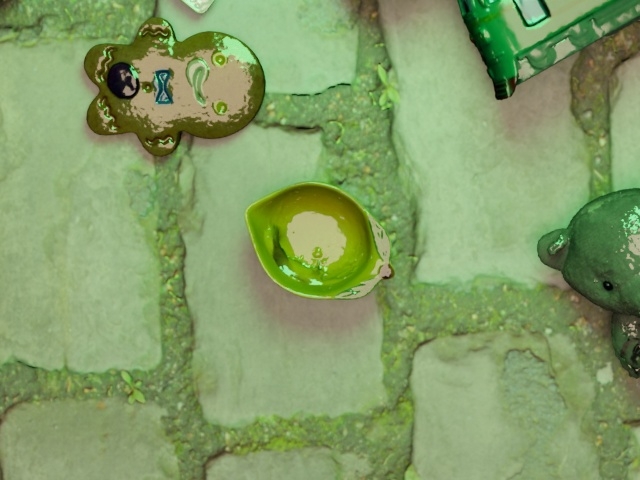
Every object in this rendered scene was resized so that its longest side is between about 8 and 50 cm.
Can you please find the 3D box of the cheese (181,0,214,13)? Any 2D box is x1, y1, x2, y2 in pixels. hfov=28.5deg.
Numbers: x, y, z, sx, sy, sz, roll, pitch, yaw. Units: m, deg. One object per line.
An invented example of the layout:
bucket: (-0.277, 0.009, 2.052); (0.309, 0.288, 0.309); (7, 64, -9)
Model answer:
cheese: (-0.240, -0.378, 1.596); (0.255, 0.050, 0.127); (41, 97, -4)

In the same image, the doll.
doll: (0.457, 0.067, 1.592); (0.246, 0.158, 0.340); (-42, 98, 19)

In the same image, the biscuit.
biscuit: (-0.189, -0.200, 1.632); (0.236, 0.039, 0.179); (-4, 97, 0)

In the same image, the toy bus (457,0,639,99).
toy bus: (0.320, -0.334, 1.521); (0.344, 0.183, 0.199); (-30, 96, 5)

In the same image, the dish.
dish: (0.000, 0.000, 1.634); (0.208, 0.080, 0.148); (26, 95, -1)
